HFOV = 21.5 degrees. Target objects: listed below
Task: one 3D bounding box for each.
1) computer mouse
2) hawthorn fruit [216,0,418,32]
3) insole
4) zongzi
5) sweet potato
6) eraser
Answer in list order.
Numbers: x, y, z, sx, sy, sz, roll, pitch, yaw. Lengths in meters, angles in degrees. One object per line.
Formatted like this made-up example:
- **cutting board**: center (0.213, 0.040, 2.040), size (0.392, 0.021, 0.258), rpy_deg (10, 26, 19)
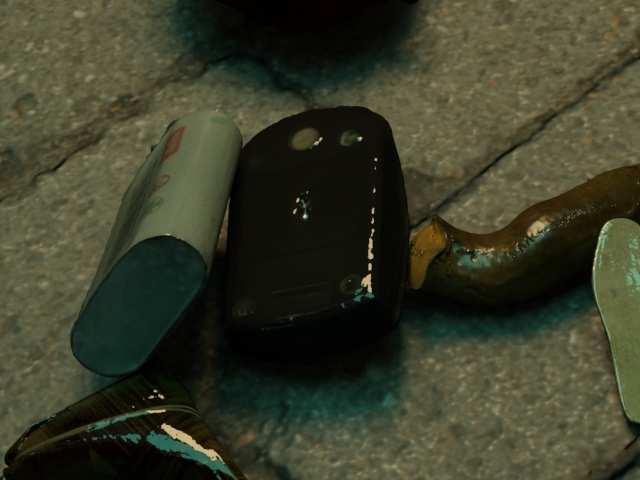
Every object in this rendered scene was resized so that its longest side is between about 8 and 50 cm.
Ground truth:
- **computer mouse**: center (0.000, 0.000, 1.581), size (0.170, 0.100, 0.269), rpy_deg (-13, 49, 21)
- **hawthorn fruit**: center (-0.013, -0.337, 1.765), size (0.307, 0.265, 0.265), rpy_deg (39, 66, 13)
- **insole**: center (0.277, 0.071, 1.498), size (0.063, 0.010, 0.192), rpy_deg (-3, 71, -8)
- **zongzi**: center (-0.174, 0.205, 1.454), size (0.187, 0.084, 0.184), rpy_deg (-30, 45, -13)
- **sweet potato**: center (0.213, -0.014, 1.565), size (0.285, 0.085, 0.112), rpy_deg (-26, 65, -10)
- **eraser**: center (-0.147, -0.001, 1.537), size (0.081, 0.174, 0.227), rpy_deg (29, 32, -13)
